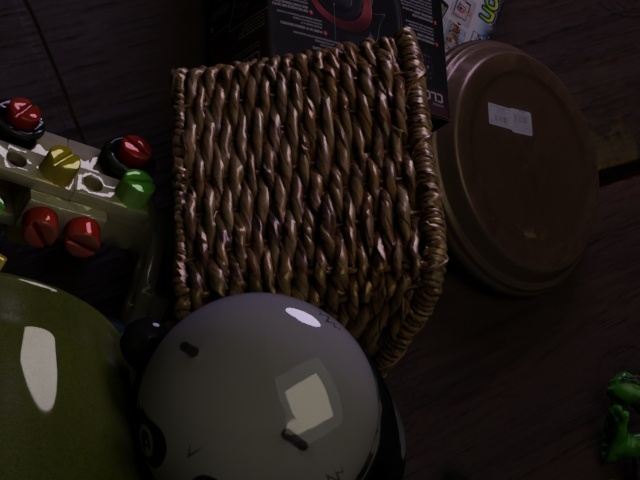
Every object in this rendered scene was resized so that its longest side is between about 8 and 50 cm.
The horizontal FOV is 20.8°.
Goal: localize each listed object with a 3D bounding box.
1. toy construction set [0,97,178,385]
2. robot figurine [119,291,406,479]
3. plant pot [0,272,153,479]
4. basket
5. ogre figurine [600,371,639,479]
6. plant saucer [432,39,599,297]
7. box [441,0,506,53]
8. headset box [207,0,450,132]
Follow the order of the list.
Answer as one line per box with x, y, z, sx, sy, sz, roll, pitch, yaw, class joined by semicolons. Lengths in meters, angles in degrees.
-0.224;-0.001;1.417;0.328;0.151;0.215;32;31;-33;toy construction set
-0.032;0.141;1.249;0.209;0.278;0.173;-6;71;8;robot figurine
-0.254;0.222;1.205;0.366;0.366;0.353;22;49;-30;plant pot
0.000;0.000;1.478;0.213;0.223;0.299;77;5;-47;basket
0.353;0.239;1.808;0.118;0.097;0.197;6;52;-17;ogre figurine
0.204;-0.079;1.819;0.278;0.041;0.277;13;70;-41;plant saucer
0.146;-0.273;1.881;0.114;0.036;0.207;36;54;-21;box
0.006;-0.224;1.705;0.218;0.110;0.293;10;66;-34;headset box
